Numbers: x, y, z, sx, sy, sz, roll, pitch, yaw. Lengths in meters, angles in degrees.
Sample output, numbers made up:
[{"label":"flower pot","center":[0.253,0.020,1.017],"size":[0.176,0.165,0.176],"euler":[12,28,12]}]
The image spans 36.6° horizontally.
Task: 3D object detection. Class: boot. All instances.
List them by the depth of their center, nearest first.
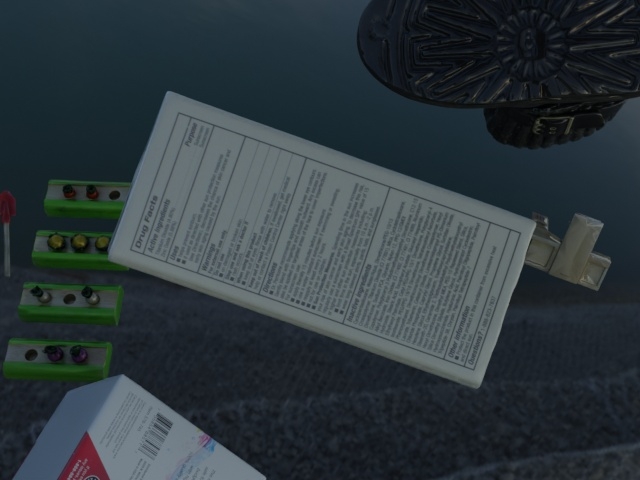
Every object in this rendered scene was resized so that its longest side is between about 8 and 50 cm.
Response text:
[{"label":"boot","center":[0.203,-0.186,1.082],"size":[0.347,0.131,0.260],"euler":[6,-3,-3]}]

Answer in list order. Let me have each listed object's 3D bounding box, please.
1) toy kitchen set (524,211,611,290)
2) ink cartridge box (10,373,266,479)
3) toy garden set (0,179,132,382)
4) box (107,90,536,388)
[{"label":"toy kitchen set","center":[0.255,-0.005,0.984],"size":[0.083,0.068,0.075],"euler":[21,23,5]},{"label":"ink cartridge box","center":[-0.167,0.227,0.869],"size":[0.176,0.127,0.128],"euler":[41,55,-20]},{"label":"toy garden set","center":[-0.317,0.029,1.060],"size":[0.203,0.049,0.244],"euler":[2,60,3]},{"label":"box","center":[0.000,0.000,0.802],"size":[0.311,0.148,0.121],"euler":[21,-1,-1]}]
